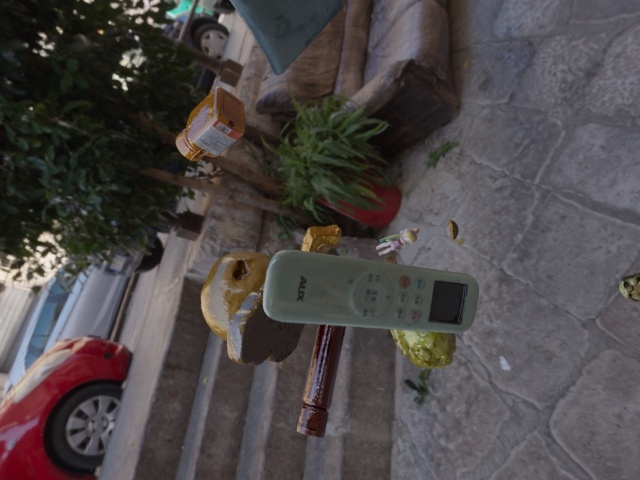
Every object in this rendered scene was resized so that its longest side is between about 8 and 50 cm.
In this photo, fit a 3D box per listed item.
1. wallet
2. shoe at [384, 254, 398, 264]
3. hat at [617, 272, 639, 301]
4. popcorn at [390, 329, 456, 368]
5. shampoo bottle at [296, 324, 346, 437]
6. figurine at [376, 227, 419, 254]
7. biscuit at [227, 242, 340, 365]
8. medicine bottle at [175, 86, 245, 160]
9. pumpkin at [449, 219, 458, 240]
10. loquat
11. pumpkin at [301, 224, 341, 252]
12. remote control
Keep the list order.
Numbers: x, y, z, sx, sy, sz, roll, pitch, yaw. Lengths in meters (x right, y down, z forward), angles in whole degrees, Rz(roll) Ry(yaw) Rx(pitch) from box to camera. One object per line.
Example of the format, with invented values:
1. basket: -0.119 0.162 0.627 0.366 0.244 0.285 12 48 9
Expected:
1. wallet: -0.081 -0.622 1.060 0.054 0.251 0.290 34 80 36
2. shoe: 0.352 0.126 2.046 0.069 0.072 0.109 77 171 -47
3. hat: 0.904 0.135 1.170 0.077 0.059 0.076 -22 74 10
4. popcorn: 0.332 0.269 1.285 0.192 0.233 0.265 -37 40 33
5. shampoo bottle: 0.006 0.278 0.876 0.102 0.065 0.259 103 179 -71
6. figurine: 0.314 0.001 1.648 0.188 0.083 0.083 -31 42 26
7. biscuit: -0.053 0.108 0.741 0.319 0.047 0.183 -49 -34 -39
8. medicine bottle: -0.344 -0.348 1.268 0.222 0.112 0.149 -29 53 31
9. pumpkin: 0.497 -0.040 1.510 0.050 0.028 0.083 -90 -9 -58
10. loquat: -0.162 0.123 0.909 0.208 0.208 0.207 -45 34 44
11. pumpkin: 0.000 0.000 0.918 0.083 0.074 0.053 111 148 -42
12. remote control: 0.076 0.070 0.530 0.038 0.310 0.090 -175 94 -69
